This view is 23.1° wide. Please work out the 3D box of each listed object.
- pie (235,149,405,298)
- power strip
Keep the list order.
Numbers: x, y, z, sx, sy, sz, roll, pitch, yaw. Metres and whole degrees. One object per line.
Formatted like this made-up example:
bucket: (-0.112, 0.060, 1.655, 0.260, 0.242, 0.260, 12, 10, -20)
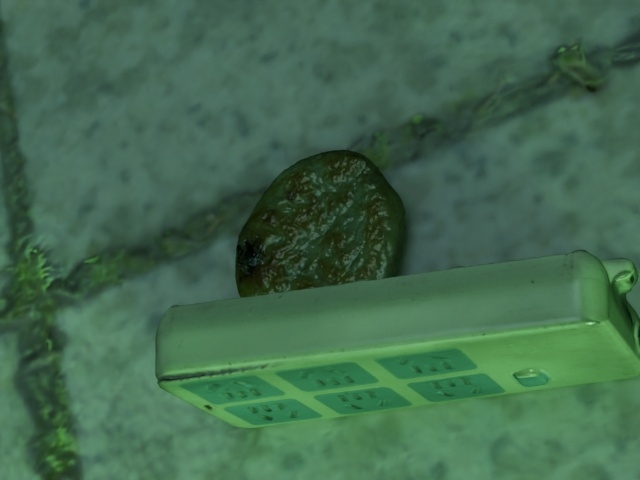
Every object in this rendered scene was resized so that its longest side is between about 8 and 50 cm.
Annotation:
pie: (0.000, 0.000, 0.669, 0.085, 0.017, 0.085, -10, 64, 22)
power strip: (0.030, 0.040, 0.601, 0.192, 0.081, 0.035, -9, 66, 20)
